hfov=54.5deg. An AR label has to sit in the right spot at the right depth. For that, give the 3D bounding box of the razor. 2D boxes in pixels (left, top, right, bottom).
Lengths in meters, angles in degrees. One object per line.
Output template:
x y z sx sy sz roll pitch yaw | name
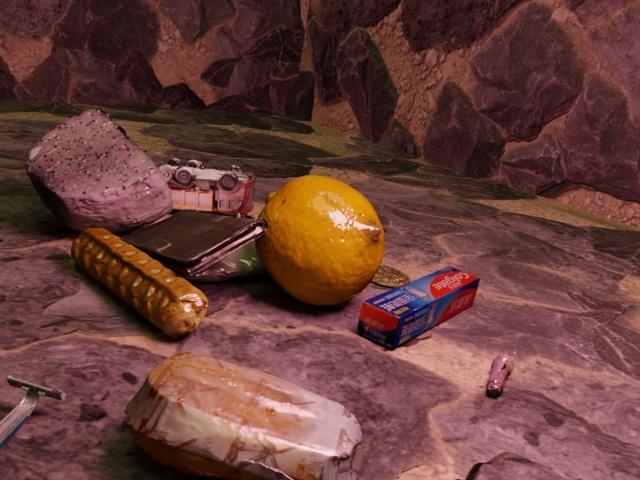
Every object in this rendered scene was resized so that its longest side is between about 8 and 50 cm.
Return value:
-0.340 0.206 0.636 0.068 0.037 0.191 15 20 2 | razor

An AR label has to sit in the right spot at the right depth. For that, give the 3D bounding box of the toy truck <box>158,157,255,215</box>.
-0.298 -0.119 1.509 0.270 0.135 0.114 6 20 3 | toy truck

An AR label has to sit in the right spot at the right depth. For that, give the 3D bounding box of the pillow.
-0.185 0.038 1.205 0.229 0.051 0.128 -6 21 -35 | pillow

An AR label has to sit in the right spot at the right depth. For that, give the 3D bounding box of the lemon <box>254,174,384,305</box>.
-0.005 -0.004 1.134 0.228 0.228 0.253 -5 30 -37 | lemon

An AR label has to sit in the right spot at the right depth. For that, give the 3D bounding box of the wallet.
-0.241 -0.005 1.135 0.169 0.044 0.317 -32 24 -30 | wallet

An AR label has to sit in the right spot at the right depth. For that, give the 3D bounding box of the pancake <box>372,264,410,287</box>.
0.138 0.075 1.314 0.108 0.017 0.108 8 21 -3 | pancake

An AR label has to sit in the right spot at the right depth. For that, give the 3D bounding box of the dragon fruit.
-0.462 -0.108 1.304 0.221 0.204 0.283 -35 58 -27 | dragon fruit

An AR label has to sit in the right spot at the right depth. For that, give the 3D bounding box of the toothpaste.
0.189 0.116 1.141 0.076 0.066 0.320 22 22 33 | toothpaste

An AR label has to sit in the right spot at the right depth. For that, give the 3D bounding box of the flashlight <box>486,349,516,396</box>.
0.278 0.208 0.961 0.031 0.052 0.110 48 31 2 | flashlight

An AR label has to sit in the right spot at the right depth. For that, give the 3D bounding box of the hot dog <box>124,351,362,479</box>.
-0.079 0.209 0.699 0.270 0.082 0.162 18 27 2 | hot dog

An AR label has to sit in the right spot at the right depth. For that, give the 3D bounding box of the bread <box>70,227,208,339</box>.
-0.310 0.060 1.033 0.367 0.084 0.077 24 -17 41 | bread
